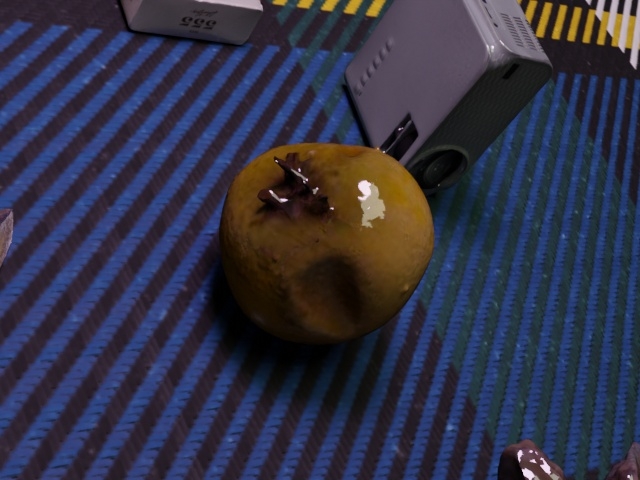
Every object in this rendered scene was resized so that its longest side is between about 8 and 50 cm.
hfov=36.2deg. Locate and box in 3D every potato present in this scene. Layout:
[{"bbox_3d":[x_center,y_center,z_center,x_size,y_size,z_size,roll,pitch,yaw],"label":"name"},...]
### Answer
[{"bbox_3d":[-0.300,0.008,0.865,0.037,0.036,0.093,-5,27,5],"label":"potato"}]

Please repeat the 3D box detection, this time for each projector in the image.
[{"bbox_3d":[0.150,-0.201,1.199,0.108,0.250,0.198,6,50,-33],"label":"projector"}]

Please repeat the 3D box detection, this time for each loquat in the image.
[{"bbox_3d":[0.005,0.002,0.950,0.213,0.213,0.213,19,45,-21],"label":"loquat"}]

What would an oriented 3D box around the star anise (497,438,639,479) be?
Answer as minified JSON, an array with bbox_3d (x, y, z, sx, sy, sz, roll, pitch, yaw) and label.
[{"bbox_3d":[0.242,0.323,0.860,0.315,0.108,0.315,1,69,-4],"label":"star anise"}]

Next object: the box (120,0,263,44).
[{"bbox_3d":[-0.190,-0.370,1.242,0.168,0.071,0.259,1,53,-35],"label":"box"}]
